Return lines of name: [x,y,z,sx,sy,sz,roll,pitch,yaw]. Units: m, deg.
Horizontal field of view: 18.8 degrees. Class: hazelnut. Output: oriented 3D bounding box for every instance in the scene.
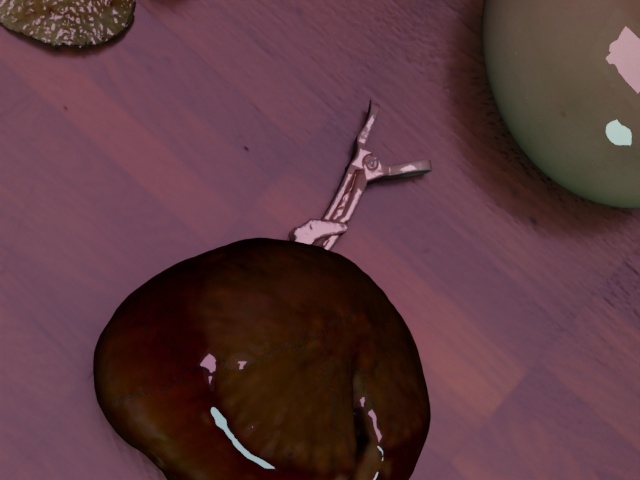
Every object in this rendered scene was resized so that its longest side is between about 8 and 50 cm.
hazelnut: [-0.047,0.107,1.396,0.251,0.217,0.217,22,79,-37]

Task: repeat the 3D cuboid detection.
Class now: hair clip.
hair clip: [0.000,0.000,1.502,0.072,0.034,0.226,38,81,-1]

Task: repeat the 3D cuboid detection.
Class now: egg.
egg: [0.219,-0.139,1.467,0.186,0.186,0.242,-23,83,-9]

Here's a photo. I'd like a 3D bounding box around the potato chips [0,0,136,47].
potato chips: [-0.233,-0.237,1.514,0.209,0.026,0.142,23,84,-1]
